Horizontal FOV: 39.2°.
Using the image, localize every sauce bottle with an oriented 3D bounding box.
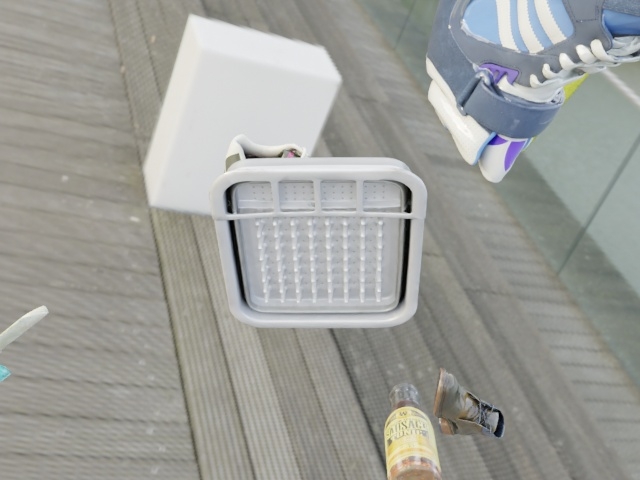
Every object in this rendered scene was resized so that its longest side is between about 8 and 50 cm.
[{"bbox_3d":[0.070,0.158,0.720,0.042,0.042,0.128,18,20,-8],"label":"sauce bottle"}]

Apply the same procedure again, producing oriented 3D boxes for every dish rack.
[{"bbox_3d":[0.000,0.000,1.281,0.286,0.332,0.072,-1,47,2],"label":"dish rack"}]

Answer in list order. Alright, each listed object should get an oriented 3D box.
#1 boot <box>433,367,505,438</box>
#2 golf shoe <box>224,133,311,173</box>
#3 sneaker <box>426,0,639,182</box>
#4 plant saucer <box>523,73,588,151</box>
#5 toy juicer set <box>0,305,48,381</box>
[{"bbox_3d":[0.243,0.265,1.459,0.106,0.219,0.082,7,64,17],"label":"boot"},{"bbox_3d":[-0.021,-0.074,1.346,0.273,0.120,0.105,14,50,12],"label":"golf shoe"},{"bbox_3d":[0.224,-0.157,0.844,0.130,0.236,0.323,-8,25,-34],"label":"sneaker"},{"bbox_3d":[0.318,-0.258,1.348,0.045,0.188,0.188,23,31,-24],"label":"plant saucer"},{"bbox_3d":[-0.470,0.222,1.083,0.089,0.209,0.329,52,48,-6],"label":"toy juicer set"}]
